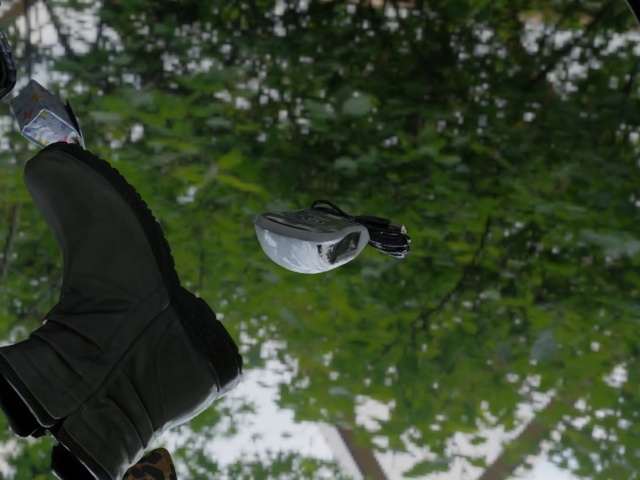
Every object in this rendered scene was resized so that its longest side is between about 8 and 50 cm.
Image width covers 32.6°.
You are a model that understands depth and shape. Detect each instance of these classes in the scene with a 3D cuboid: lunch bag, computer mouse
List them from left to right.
[{"bbox_3d":[-0.307,-0.135,1.257,0.083,0.053,0.071,41,-169,-43],"label":"lunch bag"},{"bbox_3d":[0.000,0.000,0.904,0.106,0.042,0.193,18,-168,22],"label":"computer mouse"}]

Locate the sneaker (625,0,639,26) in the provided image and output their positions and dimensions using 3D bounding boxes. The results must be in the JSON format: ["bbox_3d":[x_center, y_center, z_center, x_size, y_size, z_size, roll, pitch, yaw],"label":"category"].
[{"bbox_3d":[0.254,-0.105,0.666,0.115,0.105,0.281,6,-143,-27],"label":"sneaker"}]

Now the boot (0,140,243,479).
[{"bbox_3d":[-0.178,0.051,0.794,0.161,0.246,0.083,-33,175,-40],"label":"boot"}]

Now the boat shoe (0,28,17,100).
[{"bbox_3d":[-0.270,-0.161,0.722,0.083,0.065,0.183,22,164,25],"label":"boat shoe"}]

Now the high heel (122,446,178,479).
[{"bbox_3d":[-0.138,0.230,0.884,0.093,0.186,0.261,24,-143,-7],"label":"high heel"}]
